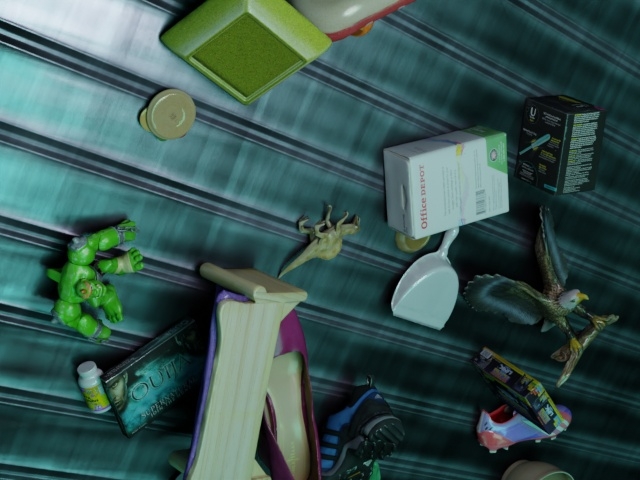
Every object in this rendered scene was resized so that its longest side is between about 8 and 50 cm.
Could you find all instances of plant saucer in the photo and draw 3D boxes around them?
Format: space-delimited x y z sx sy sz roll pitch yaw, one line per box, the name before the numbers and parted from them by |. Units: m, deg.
plant saucer | 0.178 -0.013 1.894 0.083 0.015 0.083 -13 118 -27
plant saucer | -0.109 -0.282 1.510 0.188 0.045 0.188 -30 135 30

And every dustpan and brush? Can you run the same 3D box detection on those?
dustpan and brush | 0.223 0.055 1.936 0.147 0.060 0.211 20 107 -38

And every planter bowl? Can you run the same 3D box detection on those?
planter bowl | 0.473 0.559 2.278 0.162 0.109 0.162 -13 118 -26

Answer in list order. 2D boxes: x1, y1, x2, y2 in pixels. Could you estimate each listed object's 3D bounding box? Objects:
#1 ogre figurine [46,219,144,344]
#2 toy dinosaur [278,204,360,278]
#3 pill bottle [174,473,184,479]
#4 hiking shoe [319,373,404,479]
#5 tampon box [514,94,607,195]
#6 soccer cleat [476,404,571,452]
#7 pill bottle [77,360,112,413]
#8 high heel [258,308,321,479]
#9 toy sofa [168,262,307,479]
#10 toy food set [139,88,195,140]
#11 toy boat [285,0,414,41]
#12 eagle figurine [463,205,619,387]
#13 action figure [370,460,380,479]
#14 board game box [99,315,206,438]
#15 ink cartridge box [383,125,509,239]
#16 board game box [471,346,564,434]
ogre figurine | -0.350 0.066 1.561 0.118 0.097 0.197 3 126 -51
toy dinosaur | 0.000 0.000 1.767 0.183 0.053 0.092 -33 126 -15
pill bottle | -0.186 0.487 1.842 0.103 0.103 0.184 -48 128 -4
hiking shoe | 0.044 0.400 1.943 0.113 0.132 0.304 19 124 -38
tampon box | 0.453 -0.182 1.920 0.101 0.120 0.161 -9 116 -28
soccer cleat | 0.447 0.387 2.206 0.248 0.083 0.095 -11 112 -25
pill bottle | -0.367 0.238 1.654 0.043 0.043 0.083 -26 122 -19
high heel | -0.044 0.287 1.789 0.127 0.181 0.377 -17 120 -24
toy sofa | -0.162 0.228 1.672 0.177 0.150 0.362 1 104 -42
toy food set | -0.230 -0.192 1.558 0.083 0.020 0.083 34 91 -38
toy boat | 0.055 -0.379 1.595 0.231 0.151 0.151 -30 153 -17
eagle figurine | 0.452 0.100 2.038 0.298 0.225 0.226 43 40 -9
action figure | 0.073 0.511 2.038 0.137 0.063 0.232 -9 120 -26
board game box | -0.269 0.227 1.695 0.186 0.026 0.126 -36 127 -30
ink cartridge box | 0.226 -0.107 1.829 0.212 0.093 0.154 -17 114 -26
board game box | 0.401 0.306 2.080 0.048 0.170 0.141 -43 126 -10
